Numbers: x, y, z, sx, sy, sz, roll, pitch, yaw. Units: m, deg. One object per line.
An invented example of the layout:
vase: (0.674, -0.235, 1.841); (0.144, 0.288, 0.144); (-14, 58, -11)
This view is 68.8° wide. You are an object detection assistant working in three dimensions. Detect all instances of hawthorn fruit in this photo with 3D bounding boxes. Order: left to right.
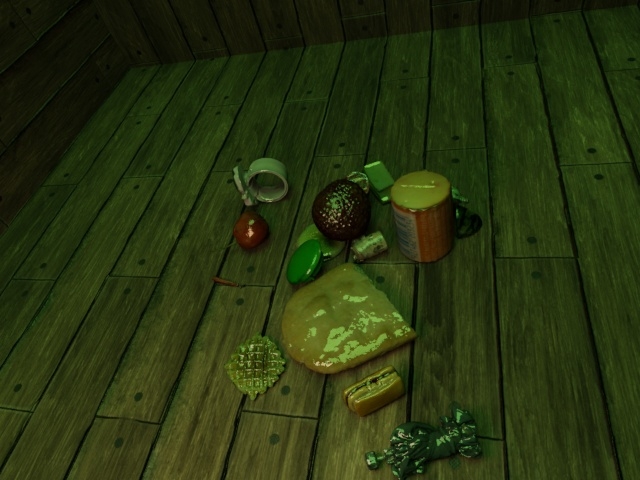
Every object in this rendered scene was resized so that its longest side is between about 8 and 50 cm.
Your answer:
hawthorn fruit: (-0.362, -0.011, 2.088); (0.286, 0.165, 0.165); (-36, 49, -2)

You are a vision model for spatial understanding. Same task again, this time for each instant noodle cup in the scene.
instant noodle cup: (0.169, -0.239, 2.105); (0.127, 0.136, 0.127); (0, 89, 14)

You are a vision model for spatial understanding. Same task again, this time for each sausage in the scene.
sausage: (0.400, -0.090, 1.825); (0.233, 0.287, 0.233); (-11, 43, 10)

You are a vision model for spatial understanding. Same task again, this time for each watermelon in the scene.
watermelon: (0.584, -0.087, 1.906); (0.125, 0.135, 0.094); (-28, 11, -4)

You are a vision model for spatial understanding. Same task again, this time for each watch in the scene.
watch: (-0.276, -0.282, 2.219); (0.232, 0.244, 0.196); (-13, 47, 15)

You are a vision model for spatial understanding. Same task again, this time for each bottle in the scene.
bottle: (0.192, 0.027, 1.918); (0.152, 0.099, 0.098); (-25, 48, 0)

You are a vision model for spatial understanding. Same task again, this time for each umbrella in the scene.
umbrella: (0.300, 0.610, 1.387); (0.349, 0.094, 0.143); (-17, 44, 5)

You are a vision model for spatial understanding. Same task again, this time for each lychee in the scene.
lychee: (0.088, -0.124, 1.943); (0.261, 0.260, 0.260); (-8, 49, 10)

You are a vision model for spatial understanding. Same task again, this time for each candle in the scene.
candle: (-0.396, 0.182, 2.007); (0.168, 0.021, 0.026); (12, 65, 24)

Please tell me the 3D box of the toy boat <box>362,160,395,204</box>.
toy boat: (0.271, -0.288, 2.169); (0.111, 0.084, 0.276); (-21, 49, 1)

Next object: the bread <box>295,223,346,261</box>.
bread: (0.000, 0.000, 2.036); (0.229, 0.033, 0.228); (-8, 50, 10)

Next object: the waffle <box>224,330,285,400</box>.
waffle: (-0.236, 0.454, 1.703); (0.208, 0.054, 0.214); (-40, 57, -22)

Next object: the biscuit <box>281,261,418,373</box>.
biscuit: (0.063, 0.278, 1.732); (0.447, 0.104, 0.429); (-24, 48, -5)

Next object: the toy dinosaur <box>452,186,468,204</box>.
toy dinosaur: (0.496, -0.210, 1.979); (0.206, 0.092, 0.393); (9, 14, 3)

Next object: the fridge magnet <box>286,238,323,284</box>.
fridge magnet: (-0.063, 0.090, 1.902); (0.208, 0.088, 0.208); (-38, 32, 30)

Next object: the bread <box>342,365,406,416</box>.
bread: (0.175, 0.491, 1.508); (0.201, 0.115, 0.077); (-26, 44, -6)
